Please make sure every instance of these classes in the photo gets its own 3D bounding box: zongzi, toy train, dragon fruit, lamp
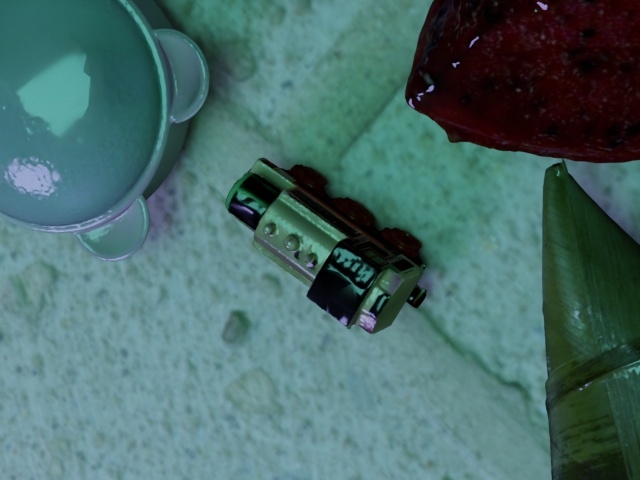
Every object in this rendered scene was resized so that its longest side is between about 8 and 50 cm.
[{"bbox_3d":[0.240,0.086,0.908,0.251,0.125,0.274,-3,92,28],"label":"zongzi"},{"bbox_3d":[0.000,0.000,1.028,0.138,0.087,0.050,36,109,16],"label":"toy train"},{"bbox_3d":[0.209,-0.166,0.877,0.205,0.152,0.317,26,135,-24],"label":"dragon fruit"},{"bbox_3d":[-0.194,-0.105,1.095,0.246,0.108,0.179,32,107,19],"label":"lamp"}]
